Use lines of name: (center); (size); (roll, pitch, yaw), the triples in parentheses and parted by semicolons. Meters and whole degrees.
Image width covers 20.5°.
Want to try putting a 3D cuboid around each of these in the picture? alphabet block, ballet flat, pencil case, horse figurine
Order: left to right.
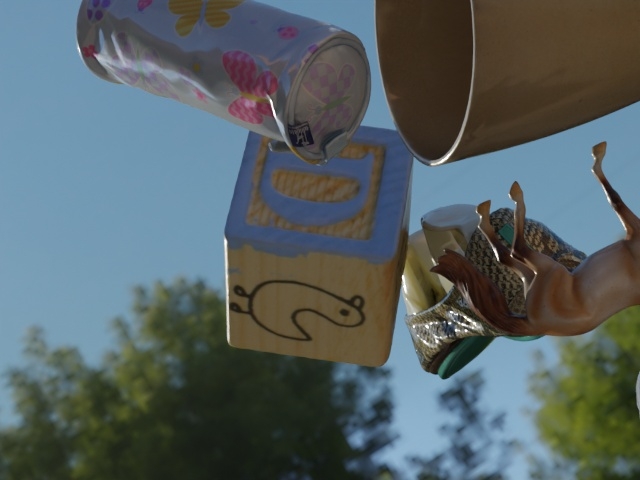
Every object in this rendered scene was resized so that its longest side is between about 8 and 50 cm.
pencil case: (-0.086, -0.158, 1.536); (0.113, 0.273, 0.124); (-49, -35, -26)
alphabet block: (0.000, 0.000, 1.969); (0.192, 0.193, 0.197); (8, -40, 7)
ballet flat: (0.175, 0.042, 2.038); (0.164, 0.182, 0.483); (-39, -2, -13)
horse figurine: (0.235, 0.015, 1.537); (0.263, 0.174, 0.066); (-23, -11, 15)

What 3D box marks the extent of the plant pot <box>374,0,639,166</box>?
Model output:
plant pot: (0.221, -0.210, 1.662); (0.274, 0.256, 0.256); (-7, -30, -17)

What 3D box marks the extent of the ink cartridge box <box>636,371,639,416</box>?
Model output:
ink cartridge box: (0.480, 0.235, 1.561); (0.308, 0.385, 0.091); (-80, 10, -64)
